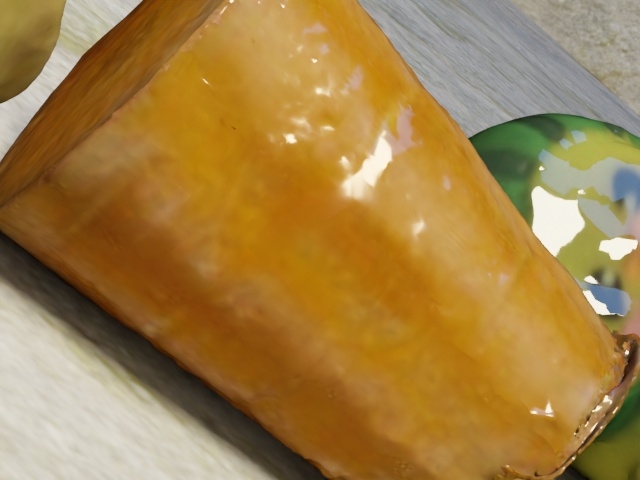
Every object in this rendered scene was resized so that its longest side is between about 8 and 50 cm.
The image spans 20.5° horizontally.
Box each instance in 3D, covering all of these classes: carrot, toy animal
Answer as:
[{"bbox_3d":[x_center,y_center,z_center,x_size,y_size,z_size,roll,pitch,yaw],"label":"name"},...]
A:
[{"bbox_3d":[0.000,0.000,0.794,0.254,0.196,0.196,45,15,-13],"label":"carrot"},{"bbox_3d":[0.187,0.058,1.038,0.338,0.191,0.216,25,64,-23],"label":"toy animal"}]

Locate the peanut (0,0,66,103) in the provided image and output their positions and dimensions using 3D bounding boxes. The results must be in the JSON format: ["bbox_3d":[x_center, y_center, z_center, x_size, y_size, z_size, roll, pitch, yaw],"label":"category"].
[{"bbox_3d":[-0.252,-0.192,0.666,0.387,0.192,0.169,39,29,-4],"label":"peanut"}]
